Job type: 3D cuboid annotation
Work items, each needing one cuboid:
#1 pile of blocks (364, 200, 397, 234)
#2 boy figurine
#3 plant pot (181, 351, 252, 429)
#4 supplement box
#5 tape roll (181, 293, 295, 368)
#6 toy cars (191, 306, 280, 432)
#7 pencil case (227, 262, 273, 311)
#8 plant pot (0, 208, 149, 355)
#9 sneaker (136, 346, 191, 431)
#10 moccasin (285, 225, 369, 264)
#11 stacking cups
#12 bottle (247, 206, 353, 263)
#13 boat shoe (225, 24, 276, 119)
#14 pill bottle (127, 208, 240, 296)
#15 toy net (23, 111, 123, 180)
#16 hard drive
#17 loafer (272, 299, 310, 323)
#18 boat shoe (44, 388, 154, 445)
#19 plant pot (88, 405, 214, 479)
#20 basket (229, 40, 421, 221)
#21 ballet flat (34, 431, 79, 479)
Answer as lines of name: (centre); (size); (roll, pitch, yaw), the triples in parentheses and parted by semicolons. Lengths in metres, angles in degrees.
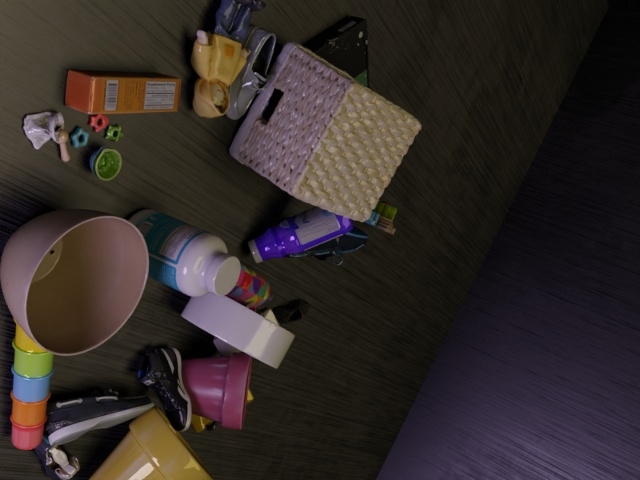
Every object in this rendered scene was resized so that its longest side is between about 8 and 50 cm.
pile of blocks: (0.160, -0.108, 2.494); (0.362, 0.149, 0.112); (19, 95, -59)
boy figurine: (-0.221, -0.413, 1.757); (0.177, 0.092, 0.285); (15, 95, -62)
plant pot: (-0.282, 0.388, 2.086); (0.201, 0.180, 0.201); (-173, -90, -89)
supplement box: (-0.391, -0.297, 1.587); (0.233, 0.078, 0.080); (-12, 117, -55)
tape roll: (-0.210, 0.218, 2.020); (0.100, 0.286, 0.286); (-62, 149, -8)
toy cars: (-0.252, 0.356, 2.233); (0.177, 0.087, 0.393); (23, 89, -23)
pencil case: (-0.222, 0.111, 2.105); (0.104, 0.104, 0.236); (-62, 147, -7)
plant pot: (-0.505, 0.056, 1.541); (0.284, 0.191, 0.284); (-35, 137, -41)
sneaker: (-0.398, 0.372, 1.966); (0.121, 0.079, 0.216); (12, 58, -54)
moccasin: (0.000, 0.000, 2.370); (0.342, 0.138, 0.116); (5, 111, -43)
stacking cups: (-0.599, 0.292, 1.663); (0.096, 0.096, 0.316); (-21, 129, -50)
bottle: (-0.056, -0.021, 2.154); (0.283, 0.118, 0.092); (-22, 113, 0)
boat shoe: (-0.164, -0.390, 1.866); (0.079, 0.081, 0.227); (2, 109, -57)
pill bottle: (-0.307, 0.035, 1.752); (0.146, 0.264, 0.146); (-41, 143, -42)
toy net: (-0.473, -0.205, 1.554); (0.232, 0.045, 0.122); (27, 87, -59)
hard drive: (0.045, -0.417, 2.188); (0.237, 0.064, 0.338); (-42, 141, -34)
loafer: (-0.079, 0.227, 2.441); (0.170, 0.061, 0.062); (-18, 124, -52)
boat shoe: (-0.513, 0.391, 1.848); (0.114, 0.091, 0.303); (-33, 165, 24)
plant pot: (-0.436, 0.582, 1.985); (0.239, 0.254, 0.254); (-38, 142, -14)
basket: (0.015, -0.261, 1.976); (0.331, 0.266, 0.328); (20, 103, -48)
ballet flat: (-0.601, 0.511, 1.826); (0.074, 0.074, 0.203); (-46, 144, -30)
